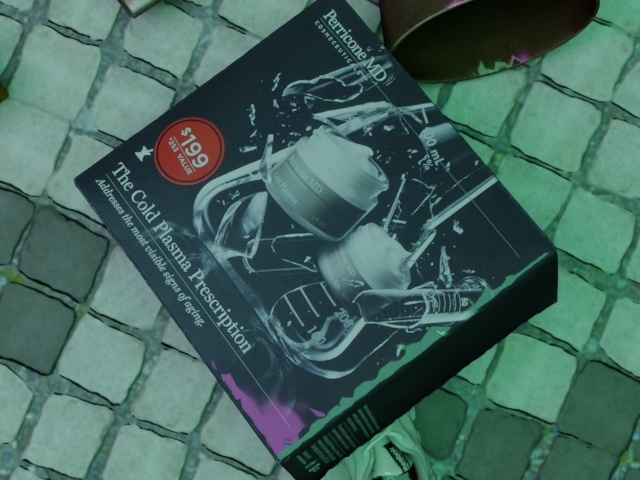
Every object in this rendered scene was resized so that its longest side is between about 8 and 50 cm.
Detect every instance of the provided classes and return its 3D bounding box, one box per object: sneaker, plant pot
[{"bbox_3d":[0.053,0.182,1.509,0.110,0.118,0.292,-23,89,-2],"label":"sneaker"},{"bbox_3d":[0.140,-0.306,1.495,0.215,0.215,0.230,-14,75,-4],"label":"plant pot"}]

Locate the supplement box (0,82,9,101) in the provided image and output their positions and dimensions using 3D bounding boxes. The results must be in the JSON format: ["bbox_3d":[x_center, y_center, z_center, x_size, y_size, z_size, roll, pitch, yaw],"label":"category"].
[{"bbox_3d":[-0.448,-0.167,1.477,0.194,0.129,0.191,-37,92,-4],"label":"supplement box"}]

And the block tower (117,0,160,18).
[{"bbox_3d":[-0.250,-0.379,1.515,0.091,0.097,0.335,-36,89,-4],"label":"block tower"}]

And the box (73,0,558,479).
[{"bbox_3d":[0.000,0.000,1.428,0.312,0.179,0.343,-37,71,-5],"label":"box"}]
